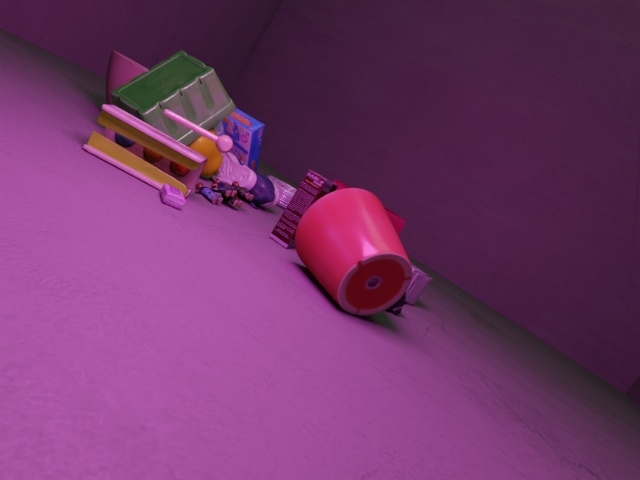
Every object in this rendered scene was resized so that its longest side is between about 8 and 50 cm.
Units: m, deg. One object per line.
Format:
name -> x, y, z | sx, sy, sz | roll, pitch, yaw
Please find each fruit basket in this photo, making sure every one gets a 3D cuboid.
fruit basket -> -0.481, -0.398, 1.454 | 0.283, 0.392, 0.392 | 35, 10, 20

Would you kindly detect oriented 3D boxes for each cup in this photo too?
cup -> -0.713, -0.559, 1.671 | 0.331, 0.237, 0.331 | 30, 10, -6

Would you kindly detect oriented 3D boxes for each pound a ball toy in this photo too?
pound a ball toy -> -0.414, -0.256, 1.110 | 0.319, 0.208, 0.136 | 28, 10, -13

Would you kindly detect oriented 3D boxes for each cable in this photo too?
cable -> -0.171, -0.222, 2.043 | 0.257, 0.089, 0.257 | 39, 15, 34

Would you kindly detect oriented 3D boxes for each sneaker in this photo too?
sneaker -> -0.298, -0.230, 1.670 | 0.323, 0.130, 0.236 | 32, -2, 39

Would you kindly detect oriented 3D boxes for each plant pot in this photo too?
plant pot -> 0.092, 0.039, 1.067 | 0.275, 0.275, 0.243 | 25, 22, -33

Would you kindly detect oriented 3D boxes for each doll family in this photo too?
doll family -> -0.314, -0.158, 1.339 | 0.111, 0.076, 0.193 | 41, 16, 28

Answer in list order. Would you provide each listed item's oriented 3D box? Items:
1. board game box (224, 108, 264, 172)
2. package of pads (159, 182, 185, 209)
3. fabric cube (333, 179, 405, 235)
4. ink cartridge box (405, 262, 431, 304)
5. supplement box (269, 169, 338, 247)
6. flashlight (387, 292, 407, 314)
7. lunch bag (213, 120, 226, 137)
board game box -> -0.405, -0.428, 1.802 | 0.302, 0.308, 0.086 | 33, 47, 12
package of pads -> -0.366, -0.109, 1.031 | 0.050, 0.032, 0.083 | 28, 9, -33
fabric cube -> 0.157, -0.071, 1.812 | 0.258, 0.254, 0.259 | 23, 13, -43
ink cartridge box -> 0.289, 0.132, 1.544 | 0.127, 0.128, 0.176 | 23, 13, -41
supplement box -> -0.050, -0.093, 1.304 | 0.073, 0.239, 0.130 | 34, 10, 15
flashlight -> 0.171, 0.112, 1.355 | 0.103, 0.103, 0.304 | 27, 9, -29
lunch bag -> -0.479, -0.417, 1.663 | 0.090, 0.219, 0.176 | 10, 60, -57
